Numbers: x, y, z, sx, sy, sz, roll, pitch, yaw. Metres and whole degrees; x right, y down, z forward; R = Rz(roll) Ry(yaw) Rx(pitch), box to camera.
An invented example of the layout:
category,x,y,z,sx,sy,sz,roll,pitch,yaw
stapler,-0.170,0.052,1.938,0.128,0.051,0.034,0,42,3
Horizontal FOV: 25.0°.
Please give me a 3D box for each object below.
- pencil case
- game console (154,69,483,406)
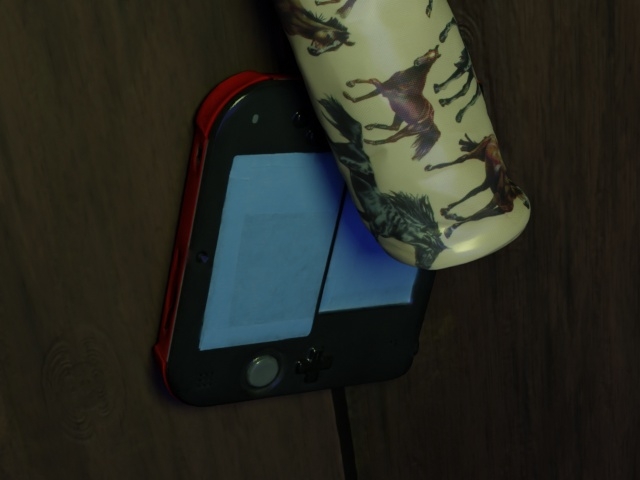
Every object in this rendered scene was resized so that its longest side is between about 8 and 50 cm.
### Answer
category,x,y,z,sx,sy,sz,roll,pitch,yaw
pencil case,0.074,-0.165,1.398,0.183,0.160,0.410,-43,121,-35
game console,0.000,0.000,1.569,0.342,0.060,0.386,-2,119,-29
